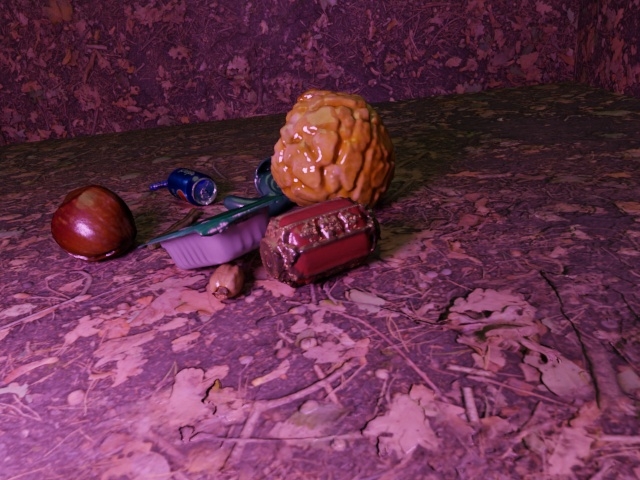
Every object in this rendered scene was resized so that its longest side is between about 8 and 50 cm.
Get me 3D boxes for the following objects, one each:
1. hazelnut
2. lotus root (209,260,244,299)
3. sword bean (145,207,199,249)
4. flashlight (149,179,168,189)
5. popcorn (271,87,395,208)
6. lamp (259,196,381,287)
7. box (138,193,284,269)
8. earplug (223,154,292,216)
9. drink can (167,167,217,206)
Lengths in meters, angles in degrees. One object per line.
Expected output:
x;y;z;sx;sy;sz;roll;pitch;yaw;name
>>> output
-0.616;-0.050;1.377;0.218;0.218;0.234;-5;23;7;hazelnut
-0.208;0.092;1.103;0.073;0.062;0.150;16;23;-4;lotus root
-0.439;-0.039;1.507;0.043;0.038;0.269;23;29;5;sword bean
-0.628;-0.226;1.996;0.121;0.057;0.035;-16;-12;-3;flashlight
0.052;-0.250;1.441;0.354;0.344;0.390;25;21;1;popcorn
0.000;0.000;1.129;0.274;0.177;0.177;-20;26;-22;lamp
-0.249;-0.006;1.204;0.264;0.106;0.337;-27;10;-40;box
-0.168;-0.167;1.625;0.257;0.164;0.280;-44;12;5;earplug
-0.454;-0.190;1.755;0.118;0.118;0.205;-24;27;-34;drink can
